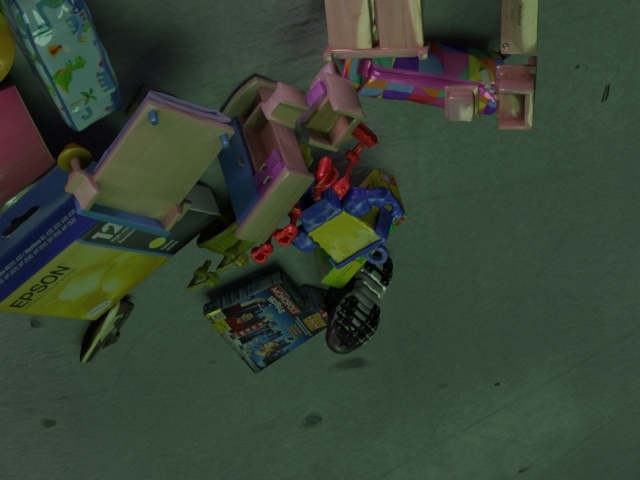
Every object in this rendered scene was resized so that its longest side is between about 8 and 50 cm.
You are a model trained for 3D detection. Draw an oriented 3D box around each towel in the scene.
[{"bbox_3d":[-0.231,-0.186,1.701,0.083,0.009,0.060,22,126,-33],"label":"towel"}]

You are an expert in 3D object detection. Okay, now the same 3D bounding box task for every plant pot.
[{"bbox_3d":[-0.462,-0.119,1.590,0.180,0.201,0.201,-27,138,-9],"label":"plant pot"}]

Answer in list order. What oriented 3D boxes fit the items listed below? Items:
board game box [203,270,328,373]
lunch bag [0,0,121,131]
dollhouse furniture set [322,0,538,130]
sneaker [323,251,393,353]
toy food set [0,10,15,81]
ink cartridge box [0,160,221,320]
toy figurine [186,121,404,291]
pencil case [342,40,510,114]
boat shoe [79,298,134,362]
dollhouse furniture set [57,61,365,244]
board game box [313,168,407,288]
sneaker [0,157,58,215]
[{"bbox_3d":[-0.073,0.122,2.034,0.194,0.060,0.194,-25,136,9],"label":"board game box"},{"bbox_3d":[-0.334,-0.259,1.478,0.090,0.176,0.219,-32,137,-14],"label":"lunch bag"},{"bbox_3d":[0.112,-0.312,1.590,0.356,0.174,0.303,1,121,11],"label":"dollhouse furniture set"},{"bbox_3d":[0.047,0.113,1.955,0.078,0.234,0.106,42,130,-14],"label":"sneaker"},{"bbox_3d":[-0.500,-0.265,1.509,0.218,0.071,0.128,15,103,-33],"label":"toy food set"},{"bbox_3d":[-0.348,0.007,1.755,0.304,0.072,0.307,-37,158,24],"label":"ink cartridge box"},{"bbox_3d":[0.000,0.000,1.779,0.217,0.191,0.363,36,129,-28],"label":"toy figurine"},{"bbox_3d":[0.151,-0.237,1.687,0.236,0.104,0.104,4,134,-19],"label":"pencil case"},{"bbox_3d":[-0.357,0.154,1.991,0.049,0.056,0.152,18,128,-24],"label":"boat shoe"},{"bbox_3d":[-0.162,-0.169,1.576,0.303,0.198,0.286,13,131,-35],"label":"dollhouse furniture set"},{"bbox_3d":[0.059,-0.017,1.898,0.043,0.092,0.181,19,128,-30],"label":"board game box"},{"bbox_3d":[-0.459,-0.085,1.715,0.178,0.072,0.077,-33,123,8],"label":"sneaker"}]
